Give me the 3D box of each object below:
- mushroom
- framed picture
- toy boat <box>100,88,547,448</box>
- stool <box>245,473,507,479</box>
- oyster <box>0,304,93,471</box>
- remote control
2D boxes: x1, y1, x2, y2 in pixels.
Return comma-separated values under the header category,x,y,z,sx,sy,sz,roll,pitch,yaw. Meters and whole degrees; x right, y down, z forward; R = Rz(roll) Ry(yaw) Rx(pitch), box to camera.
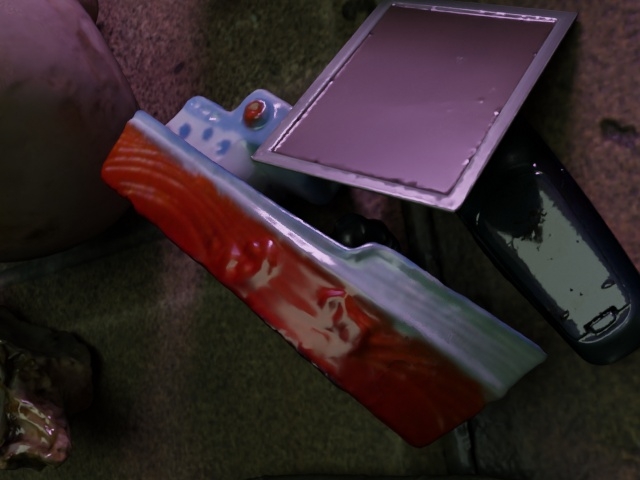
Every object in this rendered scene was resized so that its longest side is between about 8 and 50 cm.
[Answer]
category,x,y,z,sx,sy,sz,roll,pitch,yaw
mushroom,-0.275,-0.138,0.664,0.297,0.297,0.290,-12,42,34
framed picture,0.061,-0.095,0.482,0.142,0.011,0.183,17,56,30
toy boat,0.000,0.000,0.516,0.332,0.145,0.133,37,82,34
stool,-0.012,0.305,0.437,0.310,0.226,0.310,-16,76,35
oyster,-0.315,0.134,0.739,0.341,0.110,0.166,6,83,38
remote control,0.124,-0.023,0.481,0.072,0.042,0.222,-42,64,21
